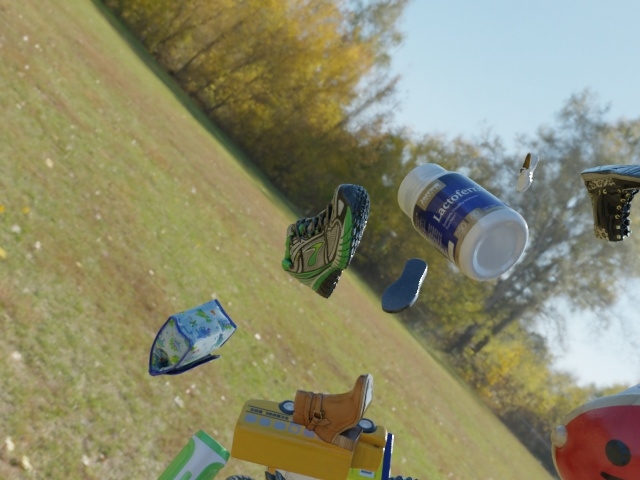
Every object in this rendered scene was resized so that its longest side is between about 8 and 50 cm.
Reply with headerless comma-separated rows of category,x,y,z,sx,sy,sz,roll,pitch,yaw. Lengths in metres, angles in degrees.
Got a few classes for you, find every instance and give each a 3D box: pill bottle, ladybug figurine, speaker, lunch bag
pill bottle,0.275,-0.046,1.448,0.153,0.153,0.264,45,1,-40
ladybug figurine,0.669,0.462,1.401,0.450,0.305,0.162,15,18,5
speaker,-0.377,0.658,1.932,0.131,0.296,0.131,35,-19,14
lunch bag,-0.256,0.203,1.411,0.129,0.151,0.096,-16,64,-51

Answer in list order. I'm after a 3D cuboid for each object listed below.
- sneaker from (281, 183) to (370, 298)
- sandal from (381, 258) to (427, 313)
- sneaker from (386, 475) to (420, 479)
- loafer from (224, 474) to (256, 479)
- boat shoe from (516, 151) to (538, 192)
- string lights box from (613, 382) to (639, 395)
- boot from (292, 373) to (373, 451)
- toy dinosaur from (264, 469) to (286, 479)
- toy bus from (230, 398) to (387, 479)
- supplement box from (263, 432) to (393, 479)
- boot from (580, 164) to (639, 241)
sneaker,0.000,0.000,1.484,0.146,0.134,0.343,24,-38,-2
sandal,0.272,0.153,2.268,0.097,0.254,0.054,17,-48,25
sneaker,0.184,0.482,1.192,0.283,0.122,0.110,25,12,-29
loafer,-0.126,0.496,1.138,0.102,0.092,0.268,20,31,-23
boat shoe,0.496,-0.167,1.755,0.035,0.100,0.035,21,3,-37
string lights box,0.775,0.451,1.639,0.259,0.133,0.077,58,13,-8
boot,0.021,0.337,1.496,0.152,0.197,0.073,22,24,17
toy dinosaur,-0.095,0.579,1.356,0.322,0.164,0.218,32,47,-10
toy bus,-0.023,0.456,1.636,0.333,0.108,0.130,13,25,4
supplement box,0.021,0.677,2.198,0.357,0.194,0.195,14,43,-1
boot,0.729,-0.087,1.723,0.236,0.085,0.178,16,-58,67
